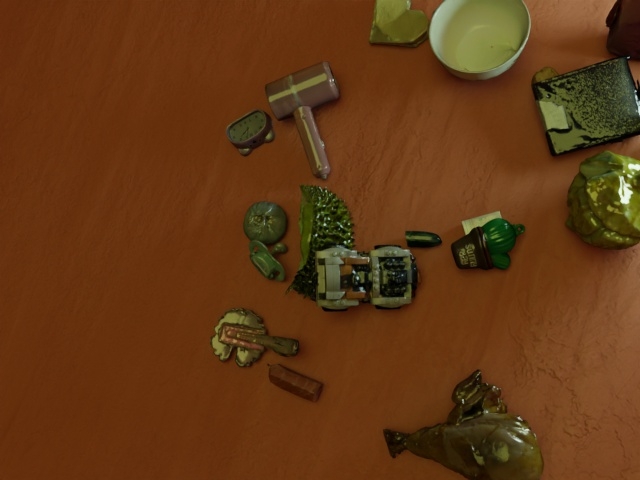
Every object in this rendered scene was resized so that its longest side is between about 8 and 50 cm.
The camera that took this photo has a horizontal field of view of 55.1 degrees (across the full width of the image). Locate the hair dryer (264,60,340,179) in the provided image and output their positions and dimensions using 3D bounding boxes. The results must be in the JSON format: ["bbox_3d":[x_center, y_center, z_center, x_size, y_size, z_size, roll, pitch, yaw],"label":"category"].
[{"bbox_3d":[-0.019,-0.356,1.887,0.211,0.125,0.352,-19,82,11],"label":"hair dryer"}]

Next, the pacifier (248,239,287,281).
[{"bbox_3d":[-0.148,0.052,1.839,0.150,0.126,0.116,44,56,5],"label":"pacifier"}]

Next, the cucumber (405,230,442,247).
[{"bbox_3d":[0.290,-0.004,1.729,0.105,0.048,0.048,2,78,17],"label":"cucumber"}]

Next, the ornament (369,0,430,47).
[{"bbox_3d":[0.226,-0.670,1.904,0.180,0.059,0.201,-36,71,9],"label":"ornament"}]

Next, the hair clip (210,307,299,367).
[{"bbox_3d":[-0.182,0.294,1.792,0.301,0.069,0.172,8,78,29],"label":"hair clip"}]

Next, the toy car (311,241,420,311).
[{"bbox_3d":[0.126,0.097,1.682,0.301,0.118,0.193,0,86,-6],"label":"toy car"}]

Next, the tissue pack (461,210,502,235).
[{"bbox_3d":[0.452,-0.041,1.700,0.108,0.023,0.056,-15,74,14],"label":"tissue pack"}]

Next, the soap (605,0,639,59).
[{"bbox_3d":[0.911,-0.558,1.579,0.325,0.220,0.127,16,78,19],"label":"soap"}]

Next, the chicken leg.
[{"bbox_3d":[0.354,0.476,1.560,0.410,0.182,0.295,-9,65,31],"label":"chicken leg"}]

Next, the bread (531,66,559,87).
[{"bbox_3d":[0.638,-0.449,1.728,0.083,0.046,0.081,18,78,22],"label":"bread"}]

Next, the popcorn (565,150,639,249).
[{"bbox_3d":[0.751,-0.104,1.520,0.277,0.225,0.276,-4,67,9],"label":"popcorn"}]

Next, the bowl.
[{"bbox_3d":[0.457,-0.577,1.762,0.277,0.145,0.276,-4,76,18],"label":"bowl"}]

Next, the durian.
[{"bbox_3d":[0.000,0.000,1.805,0.169,0.158,0.351,-12,70,51],"label":"durian"}]

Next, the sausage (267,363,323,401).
[{"bbox_3d":[-0.081,0.400,1.740,0.170,0.065,0.065,19,84,21],"label":"sausage"}]

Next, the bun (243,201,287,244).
[{"bbox_3d":[-0.173,-0.056,1.867,0.141,0.083,0.140,-4,73,15],"label":"bun"}]

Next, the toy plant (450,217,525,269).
[{"bbox_3d":[0.456,0.018,1.642,0.201,0.105,0.142,-17,99,8],"label":"toy plant"}]

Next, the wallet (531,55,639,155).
[{"bbox_3d":[0.727,-0.361,1.647,0.262,0.071,0.220,-14,83,12],"label":"wallet"}]

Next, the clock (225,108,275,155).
[{"bbox_3d":[-0.224,-0.348,1.968,0.153,0.050,0.110,-29,71,9],"label":"clock"}]
